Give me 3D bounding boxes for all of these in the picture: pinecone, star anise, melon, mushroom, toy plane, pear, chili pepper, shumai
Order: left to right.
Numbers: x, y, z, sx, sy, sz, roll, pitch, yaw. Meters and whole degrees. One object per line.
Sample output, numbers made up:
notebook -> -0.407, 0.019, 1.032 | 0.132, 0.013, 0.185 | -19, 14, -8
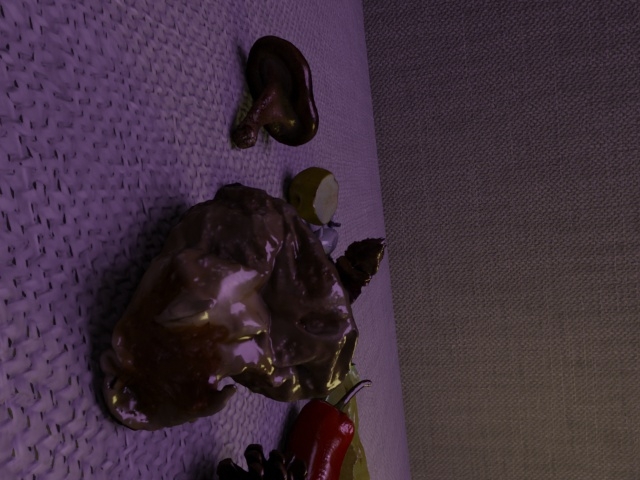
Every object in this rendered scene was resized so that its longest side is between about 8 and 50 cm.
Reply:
shumai -> -0.143, 0.084, 0.558 | 0.314, 0.263, 0.267 | 53, -40, 24
pinecone -> -0.093, 0.372, 0.622 | 0.195, 0.150, 0.179 | 51, 37, -63
mushroom -> -0.103, -0.258, 0.881 | 0.217, 0.148, 0.226 | -52, 131, -46
pear -> -0.024, -0.110, 1.118 | 0.141, 0.104, 0.141 | -29, 126, -50
chili pepper -> 0.001, 0.416, 0.980 | 0.134, 0.131, 0.338 | 50, 34, -21
toy plane -> 0.003, 0.001, 1.218 | 0.174, 0.080, 0.173 | 13, 90, -76
melon -> 0.048, 0.476, 1.153 | 0.196, 0.124, 0.323 | 60, 24, -59
star anise -> 0.084, 0.079, 1.242 | 0.292, 0.109, 0.349 | -59, -178, 29

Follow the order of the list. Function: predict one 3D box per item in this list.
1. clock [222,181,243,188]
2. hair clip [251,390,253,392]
clock -> -0.108, 0.055, 0.860 | 0.279, 0.049, 0.273 | 33, 54, -70
hair clip -> -0.070, 0.247, 0.940 | 0.275, 0.048, 0.083 | -42, 130, -69
